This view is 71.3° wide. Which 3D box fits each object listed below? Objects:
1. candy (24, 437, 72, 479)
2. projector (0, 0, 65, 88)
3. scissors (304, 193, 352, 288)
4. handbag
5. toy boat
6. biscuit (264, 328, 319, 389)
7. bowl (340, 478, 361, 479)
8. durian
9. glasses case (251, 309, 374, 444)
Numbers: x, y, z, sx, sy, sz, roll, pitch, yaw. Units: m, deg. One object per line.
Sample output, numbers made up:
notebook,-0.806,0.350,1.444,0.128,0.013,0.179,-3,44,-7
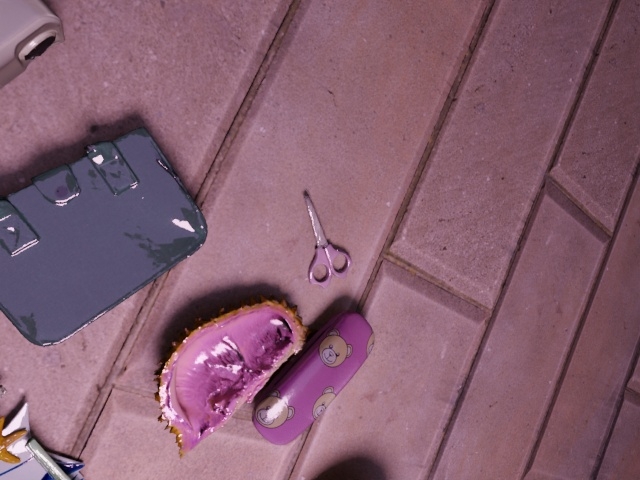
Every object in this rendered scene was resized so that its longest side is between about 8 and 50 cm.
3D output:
candy,-0.393,0.456,0.762,0.093,0.092,0.335,-23,111,3
projector,-0.470,-0.292,0.574,0.242,0.163,0.177,-48,118,-13
scissors,0.000,0.000,0.963,0.110,0.021,0.212,-26,109,-21
handbag,-0.367,-0.009,0.716,0.326,0.089,0.238,-37,112,-21
toy boat,-0.514,0.343,0.711,0.220,0.067,0.291,-54,129,-12
biscuit,-0.037,0.285,0.978,0.188,0.027,0.187,-4,98,-30
bowl,0.042,0.660,1.007,0.289,0.146,0.289,-6,101,-29
durian,-0.182,0.212,0.845,0.341,0.112,0.191,-41,105,-28
glasses case,-0.009,0.281,0.933,0.316,0.076,0.123,-44,116,-18
